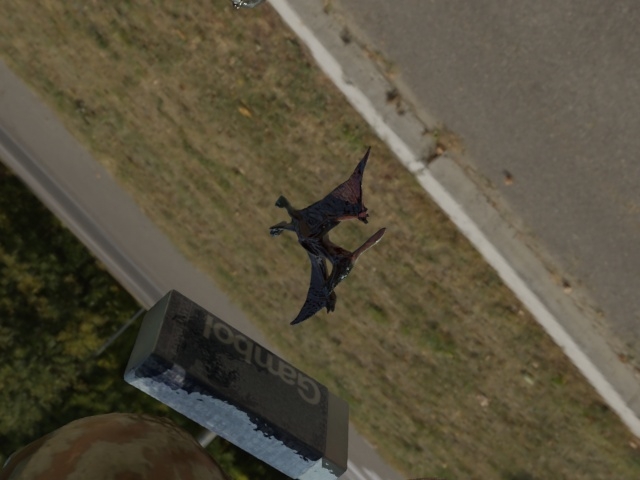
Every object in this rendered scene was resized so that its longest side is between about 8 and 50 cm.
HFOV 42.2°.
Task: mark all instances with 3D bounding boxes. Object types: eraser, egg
[{"bbox_3d":[-0.067,0.134,0.743,0.213,0.046,0.091,35,-152,-19],"label":"eraser"},{"bbox_3d":[-0.143,0.228,0.548,0.203,0.203,0.245,54,-159,-34],"label":"egg"}]

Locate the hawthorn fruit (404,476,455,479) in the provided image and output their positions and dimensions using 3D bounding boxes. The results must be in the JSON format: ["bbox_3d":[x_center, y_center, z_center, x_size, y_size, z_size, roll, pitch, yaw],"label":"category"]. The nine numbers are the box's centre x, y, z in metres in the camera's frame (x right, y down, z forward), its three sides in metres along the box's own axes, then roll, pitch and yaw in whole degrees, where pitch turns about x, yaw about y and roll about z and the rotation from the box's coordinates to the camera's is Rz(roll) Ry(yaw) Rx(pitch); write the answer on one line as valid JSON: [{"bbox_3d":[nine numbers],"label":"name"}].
[{"bbox_3d":[0.140,0.411,0.971,0.262,0.258,0.258,2,159,2],"label":"hawthorn fruit"}]

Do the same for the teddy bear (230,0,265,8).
[{"bbox_3d":[-0.172,-0.476,1.234,0.251,0.171,0.144,16,142,-27],"label":"teddy bear"}]

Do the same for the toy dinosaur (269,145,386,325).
[{"bbox_3d":[0.001,-0.001,0.769,0.108,0.032,0.220,42,132,28],"label":"toy dinosaur"}]
